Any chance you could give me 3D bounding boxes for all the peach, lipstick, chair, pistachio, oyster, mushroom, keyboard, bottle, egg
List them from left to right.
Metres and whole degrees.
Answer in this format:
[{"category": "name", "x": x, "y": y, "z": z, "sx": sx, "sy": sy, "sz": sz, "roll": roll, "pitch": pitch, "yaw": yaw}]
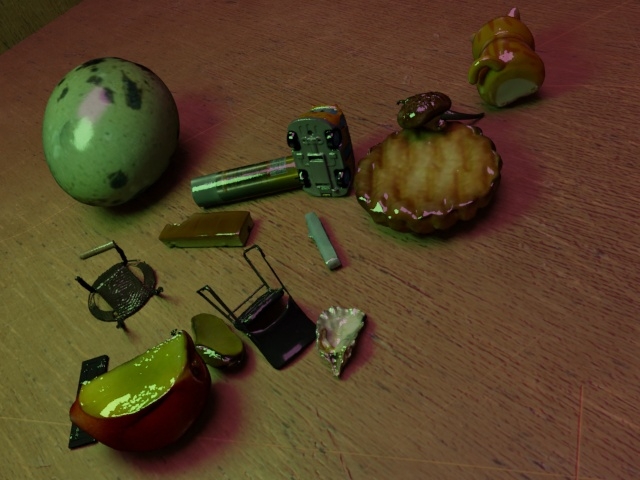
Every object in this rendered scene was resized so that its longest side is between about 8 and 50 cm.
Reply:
[{"category": "keyboard", "x": -0.481, "y": 0.330, "z": 1.305, "sx": 0.061, "sy": 0.013, "sz": 0.204, "roll": -17, "pitch": 46, "yaw": 7}, {"category": "lipstick", "x": -0.576, "y": 0.024, "z": 1.624, "sx": 0.094, "sy": 0.019, "sz": 0.019, "roll": -22, "pitch": 45, "yaw": 2}, {"category": "egg", "x": -0.555, "y": -0.285, "z": 1.677, "sx": 0.345, "sy": 0.345, "sz": 0.428, "roll": -8, "pitch": 60, "yaw": 15}, {"category": "chair", "x": -0.466, "y": 0.110, "z": 1.457, "sx": 0.174, "sy": 0.149, "sz": 0.213, "roll": -44, "pitch": 6, "yaw": -16}, {"category": "peach", "x": -0.326, "y": 0.310, "z": 1.159, "sx": 0.267, "sy": 0.158, "sz": 0.154, "roll": -27, "pitch": 34, "yaw": -6}, {"category": "pistachio", "x": -0.218, "y": 0.215, "z": 1.285, "sx": 0.090, "sy": 0.049, "sz": 0.173, "roll": -20, "pitch": 38, "yaw": -30}, {"category": "bottle", "x": -0.183, "y": -0.149, "z": 1.585, "sx": 0.286, "sy": 0.082, "sz": 0.082, "roll": -11, "pitch": 46, "yaw": 11}, {"category": "chair", "x": -0.124, "y": 0.140, "z": 1.286, "sx": 0.140, "sy": 0.221, "sz": 0.145, "roll": -42, "pitch": 5, "yaw": -17}, {"category": "oyster", "x": 0.042, "y": 0.179, "z": 1.219, "sx": 0.122, "sy": 0.045, "sz": 0.146, "roll": -34, "pitch": 38, "yaw": -6}, {"category": "mushroom", "x": 0.234, "y": -0.292, "z": 1.417, "sx": 0.126, "sy": 0.085, "sz": 0.109, "roll": -32, "pitch": 44, "yaw": -24}]

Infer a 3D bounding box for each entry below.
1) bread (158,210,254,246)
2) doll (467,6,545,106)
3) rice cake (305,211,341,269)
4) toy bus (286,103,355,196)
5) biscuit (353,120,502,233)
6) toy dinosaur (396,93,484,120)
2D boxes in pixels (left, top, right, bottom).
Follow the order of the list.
[{"category": "bread", "x": -0.279, "y": -0.026, "z": 1.533, "sx": 0.226, "sy": 0.049, "sz": 0.088, "roll": -1, "pitch": 49, "yaw": 22}, {"category": "doll", "x": 0.458, "y": -0.451, "z": 1.567, "sx": 0.167, "sy": 0.162, "sz": 0.269, "roll": -20, "pitch": 32, "yaw": 24}, {"category": "rice cake", "x": 0.000, "y": 0.000, "z": 1.412, "sx": 0.042, "sy": 0.030, "sz": 0.180, "roll": -27, "pitch": 44, "yaw": 1}, {"category": "toy bus", "x": 0.012, "y": -0.220, "z": 1.495, "sx": 0.126, "sy": 0.209, "sz": 0.136, "roll": 3, "pitch": 40, "yaw": 25}, {"category": "biscuit", "x": 0.237, "y": -0.137, "z": 1.396, "sx": 0.326, "sy": 0.107, "sz": 0.325, "roll": -11, "pitch": 48, "yaw": 13}, {"category": "toy dinosaur", "x": 0.289, "y": -0.346, "z": 1.582, "sx": 0.179, "sy": 0.087, "sz": 0.187, "roll": -28, "pitch": 46, "yaw": -3}]
